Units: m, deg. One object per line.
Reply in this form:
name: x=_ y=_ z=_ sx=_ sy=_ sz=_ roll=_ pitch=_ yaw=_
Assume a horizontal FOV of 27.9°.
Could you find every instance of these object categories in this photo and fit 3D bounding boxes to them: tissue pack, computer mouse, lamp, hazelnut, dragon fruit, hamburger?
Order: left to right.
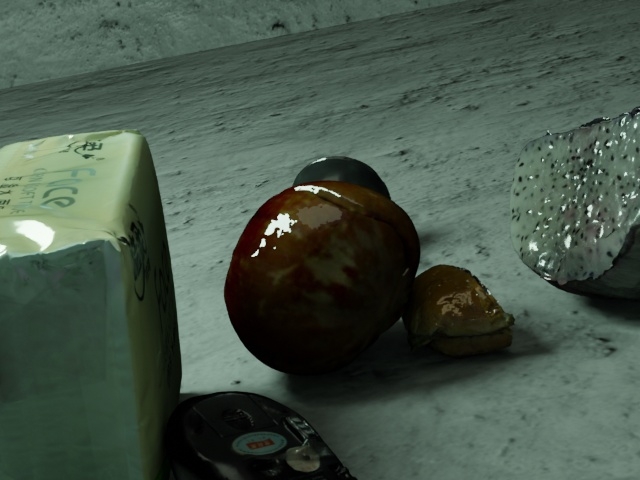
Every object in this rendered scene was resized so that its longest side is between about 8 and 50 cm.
tissue pack: x=-0.248 y=0.099 z=1.264 sx=0.205 sy=0.332 sz=0.405 roll=-7 pitch=19 yaw=-3
computer mouse: x=-0.049 y=0.225 z=1.134 sx=0.137 sy=0.096 sz=0.233 roll=-9 pitch=35 yaw=-32
lamp: x=0.000 y=0.000 z=1.747 sx=0.172 sy=0.147 sz=0.227 roll=-17 pitch=23 yaw=22
hazelnut: x=0.011 y=0.049 z=1.478 sx=0.218 sy=0.234 sz=0.218 roll=27 pitch=-3 yaw=2
hamburger: x=0.138 y=0.082 z=1.484 sx=0.102 sy=0.087 sz=0.176 roll=-16 pitch=22 yaw=-21
dragon fruit: x=0.379 y=-0.027 z=1.532 sx=0.221 sy=0.204 sz=0.283 roll=11 pitch=-11 yaw=-30
